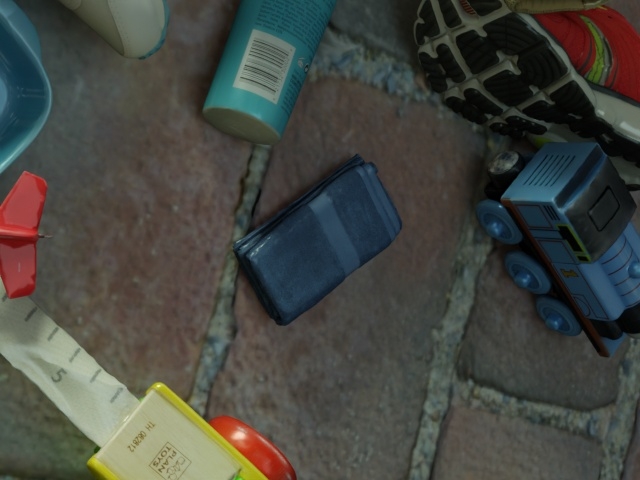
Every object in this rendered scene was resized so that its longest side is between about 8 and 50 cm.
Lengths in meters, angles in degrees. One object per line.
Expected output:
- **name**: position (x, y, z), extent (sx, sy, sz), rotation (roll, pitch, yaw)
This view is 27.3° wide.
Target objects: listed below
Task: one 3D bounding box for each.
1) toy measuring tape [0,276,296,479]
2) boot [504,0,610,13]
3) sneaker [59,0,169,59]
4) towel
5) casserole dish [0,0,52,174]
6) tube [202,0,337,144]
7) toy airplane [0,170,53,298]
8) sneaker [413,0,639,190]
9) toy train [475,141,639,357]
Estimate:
- **toy measuring tape**: position (-0.117, 0.123, 0.791), extent (0.330, 0.121, 0.121), rotation (43, 69, -6)
- **boot**: position (0.185, -0.265, 0.892), extent (0.262, 0.095, 0.203), rotation (-21, 73, -28)
- **sneaker**: position (-0.174, -0.182, 0.716), extent (0.092, 0.087, 0.229), rotation (-46, 111, -15)
- **towel**: position (0.000, 0.000, 0.883), extent (0.119, 0.029, 0.067), rotation (-38, 115, -27)
- **casserole dish**: position (-0.231, -0.062, 0.710), extent (0.188, 0.037, 0.114), rotation (-49, 119, -22)
- **tube**: position (-0.017, -0.164, 0.847), extent (0.080, 0.052, 0.207), rotation (32, 71, -38)
- **toy airplane**: position (-0.206, -0.006, 0.694), extent (0.151, 0.028, 0.151), rotation (-3, 96, -35)
- **sneaker**: position (0.174, -0.134, 0.969), extent (0.279, 0.107, 0.118), rotation (30, 59, -37)
- **toy train**: position (0.191, 0.008, 0.971), extent (0.080, 0.105, 0.184), rotation (-47, 118, -22)
